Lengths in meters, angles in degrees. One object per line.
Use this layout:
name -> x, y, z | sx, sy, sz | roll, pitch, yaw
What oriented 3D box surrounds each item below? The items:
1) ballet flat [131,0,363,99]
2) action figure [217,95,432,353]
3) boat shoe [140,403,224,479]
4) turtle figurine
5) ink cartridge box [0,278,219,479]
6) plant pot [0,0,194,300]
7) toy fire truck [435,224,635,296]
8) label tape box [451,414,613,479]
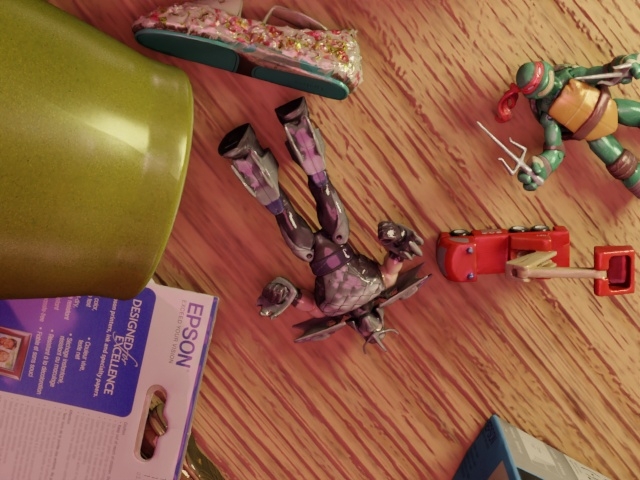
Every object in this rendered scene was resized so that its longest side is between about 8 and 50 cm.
ballet flat -> -0.070, -0.206, 1.952 | 0.241, 0.091, 0.077 | 15, 72, -10
action figure -> 0.000, 0.000, 1.989 | 0.185, 0.099, 0.285 | -29, 106, -1
boat shoe -> -0.144, 0.261, 2.065 | 0.060, 0.064, 0.178 | -32, 96, 14
turtle figurine -> 0.276, -0.128, 1.959 | 0.234, 0.118, 0.175 | 25, 117, -24
ink cartridge box -> -0.284, 0.161, 2.022 | 0.307, 0.072, 0.304 | 13, 102, -3
plant pot -> -0.319, -0.093, 1.845 | 0.353, 0.366, 0.367 | 13, 103, -17
toy fire truck -> 0.219, 0.022, 1.982 | 0.192, 0.135, 0.047 | -3, 104, -2
label tape box -> 0.314, 0.341, 2.005 | 0.347, 0.249, 0.115 | 27, 101, -9
